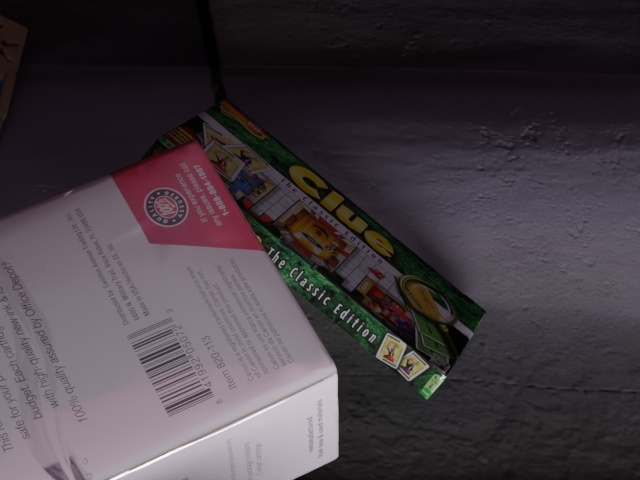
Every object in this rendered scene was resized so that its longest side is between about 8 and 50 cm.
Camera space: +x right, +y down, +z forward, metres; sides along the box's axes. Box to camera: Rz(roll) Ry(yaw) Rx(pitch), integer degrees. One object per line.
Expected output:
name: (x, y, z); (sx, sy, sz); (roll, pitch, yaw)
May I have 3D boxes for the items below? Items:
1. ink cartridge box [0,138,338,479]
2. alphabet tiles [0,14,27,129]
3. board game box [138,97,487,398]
ink cartridge box: (-0.157, 0.088, 0.986); (0.283, 0.117, 0.207); (-23, 57, -15)
alphabet tiles: (-0.402, -0.184, 1.263); (0.342, 0.011, 0.285); (24, 44, -22)
board game box: (0.000, 0.000, 1.157); (0.259, 0.030, 0.136); (39, 22, 3)
